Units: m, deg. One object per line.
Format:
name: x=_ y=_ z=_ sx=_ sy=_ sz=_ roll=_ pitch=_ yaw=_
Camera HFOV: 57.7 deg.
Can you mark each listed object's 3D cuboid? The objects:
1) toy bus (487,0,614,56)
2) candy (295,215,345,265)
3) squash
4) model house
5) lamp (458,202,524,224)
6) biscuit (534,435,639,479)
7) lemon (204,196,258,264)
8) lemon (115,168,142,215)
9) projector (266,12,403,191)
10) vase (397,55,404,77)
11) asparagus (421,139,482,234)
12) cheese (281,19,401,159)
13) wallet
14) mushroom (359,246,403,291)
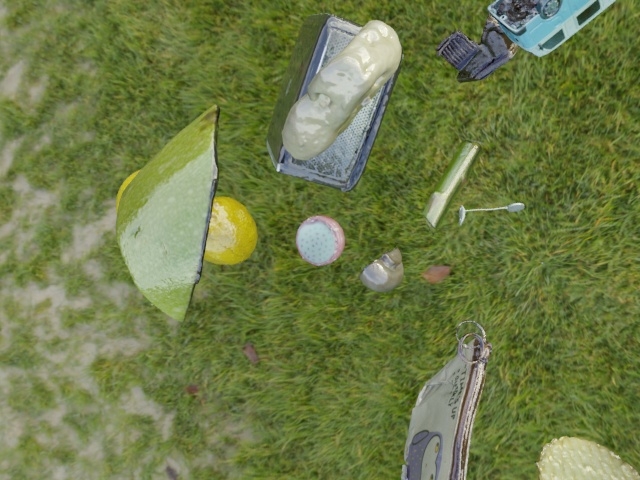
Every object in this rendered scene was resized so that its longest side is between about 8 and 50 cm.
toy bus: x=0.526 y=-0.529 z=1.268 sx=0.271 sy=0.165 sz=0.133 roll=-38 pitch=49 yaw=14
candy: x=0.000 y=0.000 z=1.178 sx=0.103 sy=0.043 sz=0.103 roll=5 pitch=100 yaw=26
squash: x=-0.148 y=-0.047 z=0.556 sx=0.184 sy=0.085 sz=0.191 roll=113 pitch=158 yaw=-44
model house: x=0.427 y=-0.533 z=1.581 sx=0.203 sy=0.141 sz=0.164 roll=-35 pitch=118 yaw=24
lamp: x=0.509 y=-0.081 z=1.727 sx=0.198 sy=0.050 sz=0.056 roll=-4 pitch=68 yaw=1
biscuit: x=0.648 y=0.571 z=1.444 sx=0.274 sy=0.187 sz=0.036 roll=-3 pitch=128 yaw=-15
lemon: x=-0.298 y=-0.029 z=1.758 sx=0.204 sy=0.260 sz=0.204 roll=-14 pitch=54 yaw=19
lemon: x=-0.357 y=-0.077 z=1.307 sx=0.203 sy=0.178 sz=0.178 roll=12 pitch=92 yaw=15
projector: x=0.026 y=-0.382 z=1.576 sx=0.242 sy=0.395 sz=0.405 roll=16 pitch=106 yaw=-14
vase: x=0.191 y=-0.461 z=1.712 sx=0.060 sy=0.060 sz=0.211 roll=42 pitch=132 yaw=17
asparagus: x=0.321 y=-0.136 z=1.442 sx=0.067 sy=0.060 sz=0.277 roll=42 pitch=67 yaw=-17
cheese: x=0.028 y=-0.236 z=0.972 sx=0.093 sy=0.159 sz=0.263 roll=44 pitch=143 yaw=-2
wallet: x=0.202 y=0.329 z=0.980 sx=0.068 sy=0.274 sz=0.335 roll=17 pitch=62 yaw=2
mushroom: x=0.212 y=0.107 z=1.889 sx=0.141 sy=0.188 sz=0.117 roll=-36 pitch=86 yaw=34
